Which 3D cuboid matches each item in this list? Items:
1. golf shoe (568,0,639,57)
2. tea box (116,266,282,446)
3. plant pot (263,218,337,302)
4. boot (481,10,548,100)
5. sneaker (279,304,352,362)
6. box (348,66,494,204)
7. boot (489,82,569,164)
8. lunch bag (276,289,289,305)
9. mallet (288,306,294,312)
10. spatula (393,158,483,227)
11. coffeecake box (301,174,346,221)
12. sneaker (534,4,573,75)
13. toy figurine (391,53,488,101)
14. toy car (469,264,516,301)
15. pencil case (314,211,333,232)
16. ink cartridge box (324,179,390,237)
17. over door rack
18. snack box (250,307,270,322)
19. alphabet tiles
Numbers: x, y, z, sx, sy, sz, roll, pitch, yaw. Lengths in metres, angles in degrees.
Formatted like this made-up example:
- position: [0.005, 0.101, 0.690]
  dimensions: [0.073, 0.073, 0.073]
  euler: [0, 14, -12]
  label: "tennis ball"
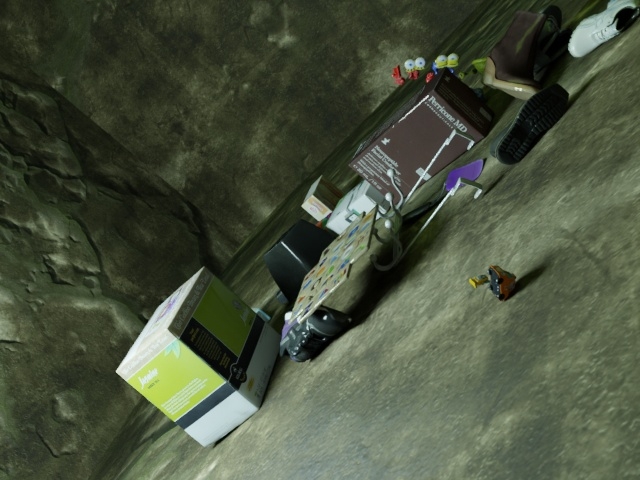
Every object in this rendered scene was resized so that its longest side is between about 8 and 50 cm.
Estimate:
- position: [0.624, -0.468, 1.555]
  dimensions: [0.176, 0.069, 0.086]
  euler: [-44, 18, 29]
  label: "golf shoe"
- position: [-0.312, 0.306, 1.913]
  dimensions: [0.220, 0.323, 0.329]
  euler: [-39, 14, 23]
  label: "tea box"
- position: [-0.063, 0.049, 2.201]
  dimensions: [0.188, 0.167, 0.187]
  euler: [-40, 8, 47]
  label: "plant pot"
- position: [0.500, -0.463, 1.745]
  dimensions: [0.207, 0.090, 0.248]
  euler: [-63, 25, 13]
  label: "boot"
- position: [-0.016, 0.233, 1.688]
  dimensions: [0.283, 0.107, 0.124]
  euler: [-30, 40, 64]
  label: "sneaker"
- position: [0.274, -0.279, 1.970]
  dimensions: [0.381, 0.191, 0.143]
  euler: [-40, 14, 44]
  label: "box"
- position: [0.442, -0.257, 1.544]
  dimensions: [0.198, 0.077, 0.137]
  euler: [-47, 6, 9]
  label: "boot"
- position: [-0.108, 0.172, 2.314]
  dimensions: [0.071, 0.053, 0.083]
  euler: [-47, 2, 3]
  label: "lunch bag"
- position: [-0.022, 0.162, 2.058]
  dimensions: [0.190, 0.039, 0.062]
  euler: [-45, 10, 2]
  label: "mallet"
- position: [0.283, -0.105, 1.753]
  dimensions: [0.296, 0.030, 0.084]
  euler: [-41, 19, 39]
  label: "spatula"
- position: [0.021, -0.141, 2.622]
  dimensions: [0.068, 0.142, 0.185]
  euler: [-44, 13, 29]
  label: "coffeecake box"
- position: [0.606, -0.529, 1.819]
  dimensions: [0.132, 0.086, 0.229]
  euler: [-16, 45, 62]
  label: "sneaker"
- position: [0.405, -0.423, 2.119]
  dimensions: [0.362, 0.217, 0.191]
  euler: [-7, -7, -3]
  label: "toy figurine"
- position: [0.281, 0.056, 1.155]
  dimensions: [0.040, 0.060, 0.122]
  euler: [-19, 15, -8]
  label: "toy car"
- position: [0.000, 0.000, 2.362]
  dimensions: [0.236, 0.104, 0.104]
  euler: [-42, 13, 42]
  label: "pencil case"
- position: [0.131, -0.110, 2.209]
  dimensions: [0.219, 0.092, 0.160]
  euler: [-39, 15, 44]
  label: "ink cartridge box"
- position: [0.227, -0.108, 1.677]
  dimensions: [0.324, 0.108, 0.239]
  euler: [-44, 22, 33]
  label: "over door rack"
- position: [-0.306, 0.371, 2.397]
  dimensions: [0.322, 0.060, 0.187]
  euler: [-52, 11, -14]
  label: "snack box"
- position: [0.033, 0.056, 1.686]
  dimensions: [0.285, 0.011, 0.342]
  euler: [-46, 11, 26]
  label: "alphabet tiles"
